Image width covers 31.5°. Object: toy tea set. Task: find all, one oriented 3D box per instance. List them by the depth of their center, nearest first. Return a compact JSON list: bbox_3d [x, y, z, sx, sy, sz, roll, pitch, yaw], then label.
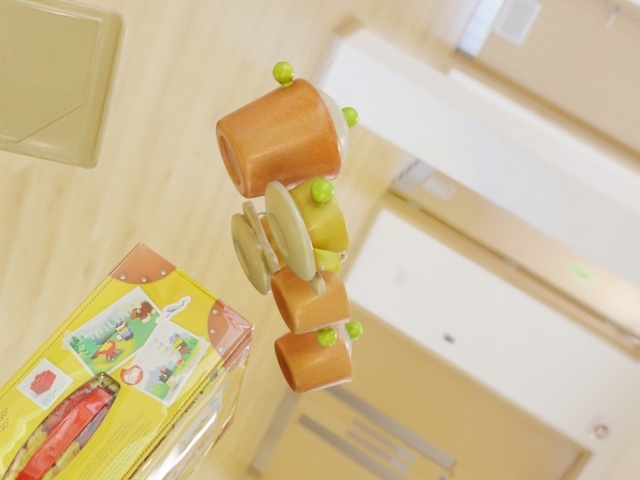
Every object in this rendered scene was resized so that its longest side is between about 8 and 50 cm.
[{"bbox_3d":[0.000,0.000,1.051,0.124,0.200,0.336,-22,148,-14],"label":"toy tea set"}]

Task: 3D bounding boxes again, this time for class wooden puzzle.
[{"bbox_3d":[-0.398,-0.227,1.545,0.044,0.239,0.221,-114,-143,-77],"label":"wooden puzzle"}]

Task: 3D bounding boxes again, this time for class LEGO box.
[{"bbox_3d":[-0.319,0.304,1.445,0.500,0.193,0.372,-50,169,-27],"label":"LEGO box"}]
